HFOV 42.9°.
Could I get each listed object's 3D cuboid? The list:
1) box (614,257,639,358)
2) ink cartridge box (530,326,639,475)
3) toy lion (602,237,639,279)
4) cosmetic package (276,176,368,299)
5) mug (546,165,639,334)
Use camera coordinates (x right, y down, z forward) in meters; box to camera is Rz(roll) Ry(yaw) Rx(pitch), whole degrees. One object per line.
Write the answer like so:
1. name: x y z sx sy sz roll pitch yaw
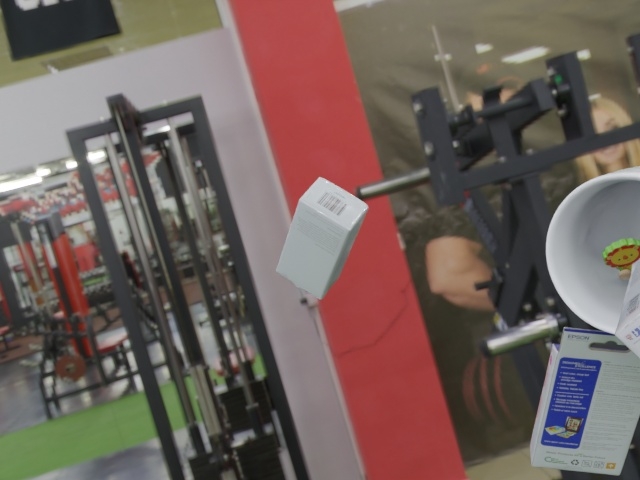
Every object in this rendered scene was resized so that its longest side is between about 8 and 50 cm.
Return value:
1. box: 0.544 0.172 1.097 0.058 0.322 0.232 -47 -3 34
2. ink cartridge box: 0.514 0.298 1.546 0.176 0.371 0.069 5 37 6
3. toy lion: 0.559 0.025 1.457 0.100 0.096 0.034 -20 48 19
4. cosmetic package: 0.000 0.000 1.594 0.085 0.117 0.231 -50 -11 -39
5. mug: 0.627 0.039 1.436 0.328 0.374 0.276 -13 -26 -47
